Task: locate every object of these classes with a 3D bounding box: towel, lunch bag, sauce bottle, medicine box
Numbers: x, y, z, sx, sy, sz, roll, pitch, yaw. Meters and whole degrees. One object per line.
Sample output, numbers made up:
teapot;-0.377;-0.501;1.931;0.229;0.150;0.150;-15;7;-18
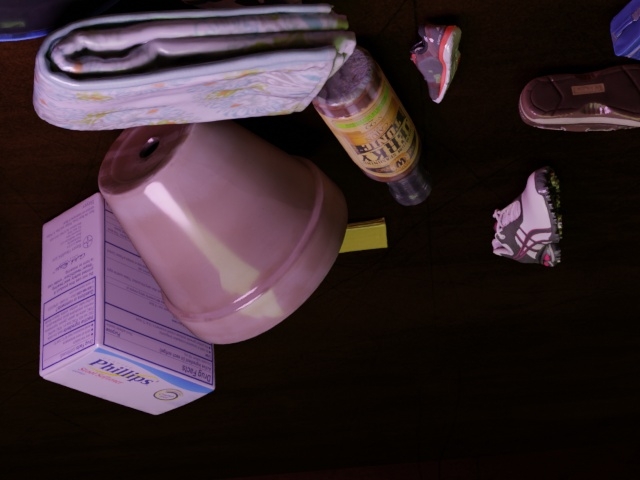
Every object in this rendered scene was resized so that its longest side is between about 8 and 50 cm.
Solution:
towel;0.000;0.000;2.215;0.237;0.021;0.102;-7;156;2
lunch bag;0.441;-0.292;1.711;0.065;0.067;0.098;9;149;-23
sauce bottle;0.087;-0.159;1.852;0.111;0.111;0.344;-15;150;18
towel;-0.170;-0.207;1.570;0.374;0.090;0.320;-6;174;-14
medicine box;-0.320;0.110;2.080;0.149;0.289;0.263;-25;145;32

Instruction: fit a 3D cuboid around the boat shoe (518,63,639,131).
boat shoe;0.422;-0.206;1.856;0.257;0.095;0.095;2;164;-1

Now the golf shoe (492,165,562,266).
golf shoe;0.354;-0.031;2.132;0.120;0.105;0.273;-1;151;8

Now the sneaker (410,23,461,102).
sneaker;0.160;-0.257;1.761;0.064;0.061;0.158;20;152;11

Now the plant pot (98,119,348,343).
plant pot;-0.168;-0.055;1.848;0.323;0.323;0.280;-23;129;29

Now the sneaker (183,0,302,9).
sneaker;-0.092;-0.329;1.538;0.153;0.094;0.235;-13;150;12

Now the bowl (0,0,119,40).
bowl;-0.330;-0.374;1.319;0.391;0.077;0.391;-16;142;-12
